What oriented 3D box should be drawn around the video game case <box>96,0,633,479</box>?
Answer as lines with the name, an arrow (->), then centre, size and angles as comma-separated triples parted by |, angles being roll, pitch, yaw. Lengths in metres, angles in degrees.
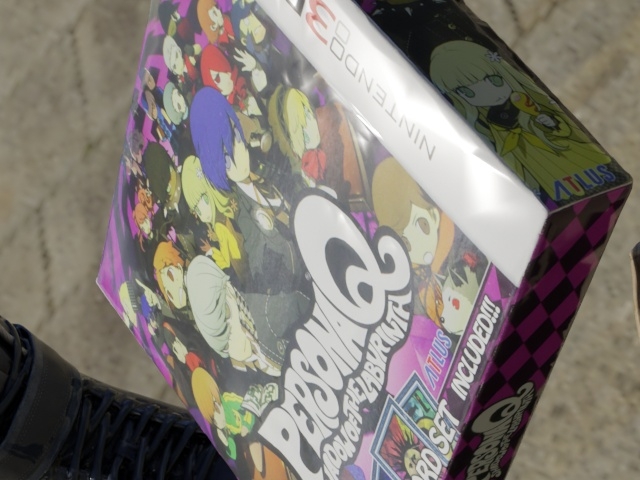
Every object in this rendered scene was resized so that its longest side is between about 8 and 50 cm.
video game case -> 0.000, 0.000, 0.698 | 0.210, 0.042, 0.232 | 51, 143, 31

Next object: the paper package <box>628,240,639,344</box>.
paper package -> 0.404, 0.061, 1.142 | 0.325, 0.309, 0.168 | -14, 73, 40

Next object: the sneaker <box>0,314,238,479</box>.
sneaker -> -0.109, 0.097, 0.953 | 0.226, 0.163, 0.086 | 1, 58, 42
